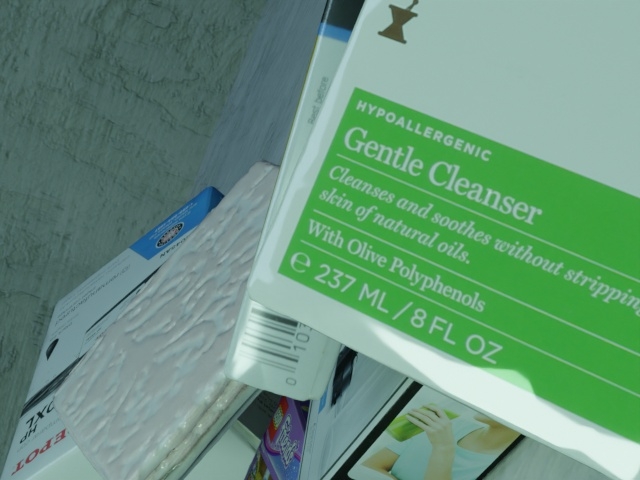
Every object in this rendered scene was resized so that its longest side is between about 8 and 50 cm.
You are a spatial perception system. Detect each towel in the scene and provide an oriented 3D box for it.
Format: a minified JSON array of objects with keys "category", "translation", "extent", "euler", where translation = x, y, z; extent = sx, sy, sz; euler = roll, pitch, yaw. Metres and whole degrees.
[{"category":"towel","translation":[-0.101,0.072,1.107],"extent":[0.332,0.053,0.317],"euler":[-48,23,-8]}]

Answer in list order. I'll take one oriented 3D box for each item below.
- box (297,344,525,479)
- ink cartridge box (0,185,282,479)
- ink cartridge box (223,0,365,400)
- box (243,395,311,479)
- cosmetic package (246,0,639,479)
[{"category":"box","translation":[0.087,0.063,0.788],"extent":[0.290,0.087,0.169],"euler":[-55,16,42]},{"category":"ink cartridge box","translation":[-0.188,0.156,1.382],"extent":[0.285,0.166,0.395],"euler":[-36,25,19]},{"category":"ink cartridge box","translation":[0.021,-0.081,0.766],"extent":[0.307,0.072,0.303],"euler":[-87,11,-83]},{"category":"box","translation":[-0.026,0.263,0.991],"extent":[0.293,0.057,0.201],"euler":[-119,51,-74]},{"category":"cosmetic package","translation":[0.141,-0.102,0.522],"extent":[0.155,0.197,0.365],"euler":[10,-78,-66]}]
